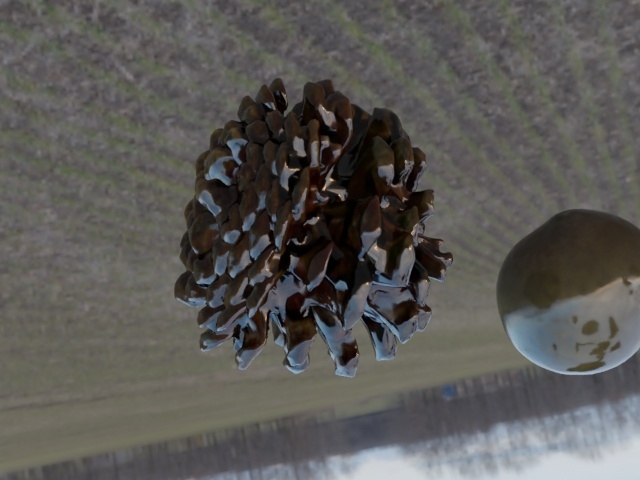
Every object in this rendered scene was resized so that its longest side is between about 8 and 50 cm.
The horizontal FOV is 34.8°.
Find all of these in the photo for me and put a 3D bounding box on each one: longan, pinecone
[{"bbox_3d":[0.399,0.079,1.583,0.258,0.258,0.258,-11,170,-2],"label":"longan"},{"bbox_3d":[0.000,0.000,1.351,0.398,0.397,0.398,-11,170,-2],"label":"pinecone"}]
